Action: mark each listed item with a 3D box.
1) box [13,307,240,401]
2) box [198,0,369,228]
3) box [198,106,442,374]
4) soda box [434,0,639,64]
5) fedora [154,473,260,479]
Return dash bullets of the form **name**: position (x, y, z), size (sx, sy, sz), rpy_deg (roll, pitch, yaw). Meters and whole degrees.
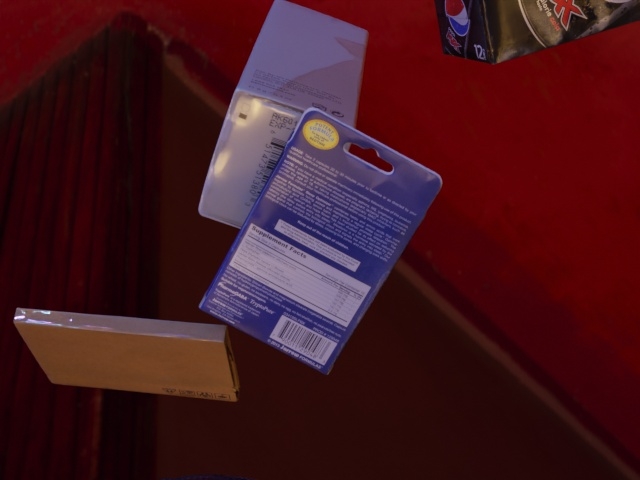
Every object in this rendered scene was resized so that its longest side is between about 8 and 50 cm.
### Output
- **box**: position (-0.185, 0.115, 1.076), size (0.201, 0.021, 0.164), rpy_deg (6, 152, 3)
- **box**: position (-0.031, -0.136, 1.160), size (0.121, 0.311, 0.148), rpy_deg (18, 119, -4)
- **box**: position (0.000, 0.000, 0.966), size (0.136, 0.036, 0.225), rpy_deg (28, 116, -4)
- **soda box**: position (0.146, -0.143, 0.579), size (0.169, 0.060, 0.053), rpy_deg (-19, 110, -16)
- **fedora**: position (-0.086, 0.297, 0.667), size (0.334, 0.334, 0.152), rpy_deg (-8, 115, -1)
